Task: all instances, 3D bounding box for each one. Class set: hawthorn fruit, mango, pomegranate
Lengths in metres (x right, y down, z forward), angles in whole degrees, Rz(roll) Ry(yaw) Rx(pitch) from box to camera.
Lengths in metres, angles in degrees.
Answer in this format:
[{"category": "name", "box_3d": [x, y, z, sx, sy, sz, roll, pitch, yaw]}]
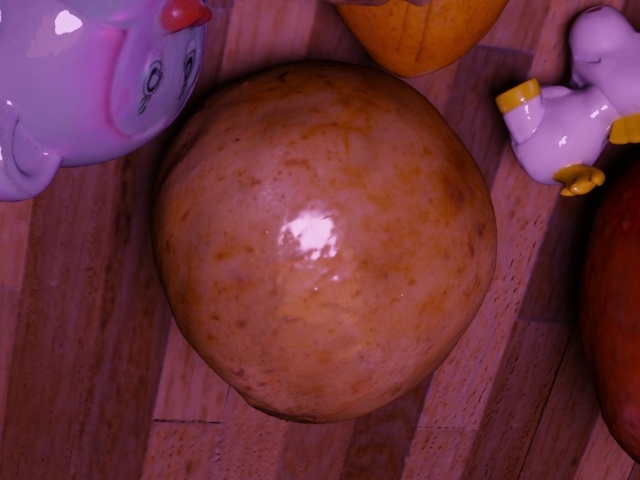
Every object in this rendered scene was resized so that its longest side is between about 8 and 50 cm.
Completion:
[{"category": "hawthorn fruit", "box_3d": [0.348, 0.024, 0.970, 0.284, 0.285, 0.369, -11, 118, -10]}, {"category": "mango", "box_3d": [0.070, -0.229, 0.835, 0.153, 0.126, 0.252, -7, 123, -15]}, {"category": "pomegranate", "box_3d": [0.000, 0.000, 0.881, 0.260, 0.260, 0.261, -7, 121, -12]}]

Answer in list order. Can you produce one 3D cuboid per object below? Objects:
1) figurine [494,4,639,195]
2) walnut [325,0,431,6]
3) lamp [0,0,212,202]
[{"category": "figurine", "box_3d": [0.224, -0.112, 0.945, 0.178, 0.130, 0.109, -41, 138, 7]}, {"category": "walnut", "box_3d": [-0.003, -0.235, 0.702, 0.141, 0.238, 0.204, -23, 138, -48]}, {"category": "lamp", "box_3d": [-0.194, -0.189, 0.752, 0.247, 0.247, 0.301, -2, 117, 20]}]
